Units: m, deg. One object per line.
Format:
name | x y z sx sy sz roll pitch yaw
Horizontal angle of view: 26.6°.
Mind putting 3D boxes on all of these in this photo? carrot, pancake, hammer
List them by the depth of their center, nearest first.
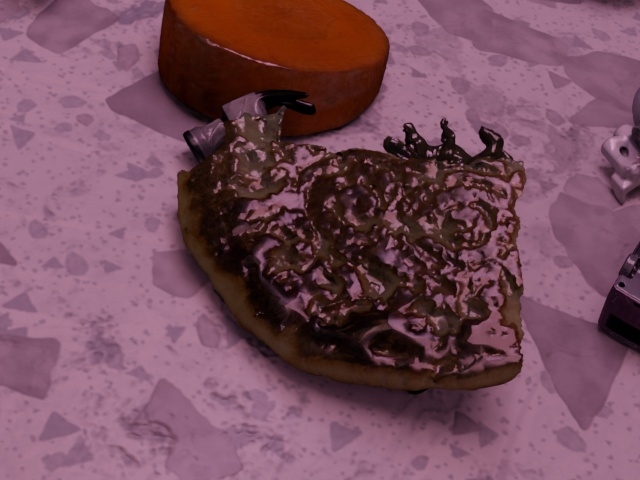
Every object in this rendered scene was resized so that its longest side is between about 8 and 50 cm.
pancake | 0.032 0.009 1.445 0.426 0.067 0.305 14 60 16
hammer | 0.000 0.000 1.500 0.152 0.044 0.427 -29 63 -5
carrot | -0.054 -0.243 1.710 0.307 0.100 0.258 -5 46 -31

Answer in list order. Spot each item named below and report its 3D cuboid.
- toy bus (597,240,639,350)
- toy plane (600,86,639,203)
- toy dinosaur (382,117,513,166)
toy bus | 0.388 0.039 1.550 0.086 0.098 0.178 29 49 14
toy plane | 0.478 -0.111 1.712 0.244 0.117 0.245 -4 51 5
toy dinosaur | 0.153 -0.052 1.626 0.187 0.087 0.179 23 80 28
